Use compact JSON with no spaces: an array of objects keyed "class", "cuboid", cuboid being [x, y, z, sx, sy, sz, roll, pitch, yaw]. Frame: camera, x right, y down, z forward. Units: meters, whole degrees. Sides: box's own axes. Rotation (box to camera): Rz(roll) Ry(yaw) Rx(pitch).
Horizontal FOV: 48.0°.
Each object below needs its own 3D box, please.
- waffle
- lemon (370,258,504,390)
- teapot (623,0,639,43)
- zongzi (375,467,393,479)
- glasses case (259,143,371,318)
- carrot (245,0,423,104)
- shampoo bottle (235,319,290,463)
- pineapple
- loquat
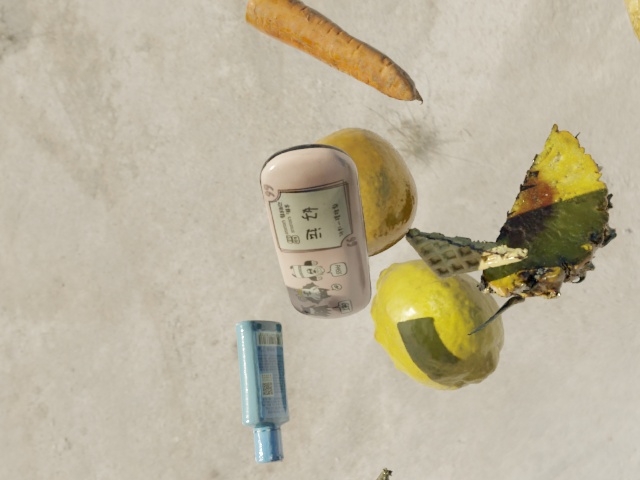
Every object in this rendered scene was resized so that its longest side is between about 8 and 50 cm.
[{"class":"waffle","cuboid":[0.203,0.006,1.011,0.153,0.023,0.097,-17,121,44]},{"class":"lemon","cuboid":[0.256,0.179,1.607,0.285,0.285,0.316,-37,86,17]},{"class":"teapot","cuboid":[0.260,-0.144,0.406,0.203,0.167,0.311,-14,53,-11]},{"class":"zongzi","cuboid":[0.107,0.508,1.255,0.112,0.221,0.242,11,81,21]},{"class":"glasses case","cuboid":[0.000,0.000,0.949,0.122,0.314,0.075,-8,47,2]},{"class":"carrot","cuboid":[0.017,-0.207,0.768,0.224,0.057,0.057,35,99,20]},{"class":"shampoo bottle","cuboid":[-0.105,0.279,1.335,0.061,0.104,0.258,-18,70,38]},{"class":"pineapple","cuboid":[0.363,0.004,1.125,0.161,0.158,0.334,22,62,16]},{"class":"loquat","cuboid":[0.053,-0.071,1.130,0.208,0.208,0.208,-3,83,25]}]
